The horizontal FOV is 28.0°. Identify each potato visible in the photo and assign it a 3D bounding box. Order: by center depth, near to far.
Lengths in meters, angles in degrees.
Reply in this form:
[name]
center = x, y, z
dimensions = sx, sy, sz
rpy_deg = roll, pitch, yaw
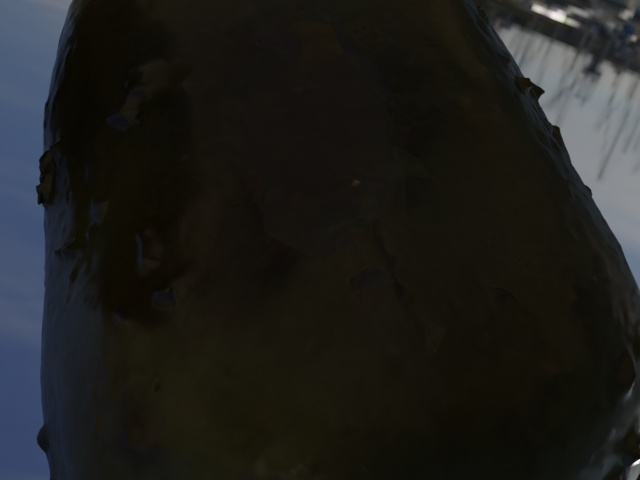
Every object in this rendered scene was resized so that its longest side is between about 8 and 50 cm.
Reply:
[potato]
center = 0.000, 0.000, 0.454
dimensions = 0.210, 0.173, 0.307
rpy_deg = -11, -118, -6

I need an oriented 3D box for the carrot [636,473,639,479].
[carrot]
center = 0.124, 0.141, 0.534
dimensions = 0.061, 0.257, 0.061
rpy_deg = 8, -143, -6
